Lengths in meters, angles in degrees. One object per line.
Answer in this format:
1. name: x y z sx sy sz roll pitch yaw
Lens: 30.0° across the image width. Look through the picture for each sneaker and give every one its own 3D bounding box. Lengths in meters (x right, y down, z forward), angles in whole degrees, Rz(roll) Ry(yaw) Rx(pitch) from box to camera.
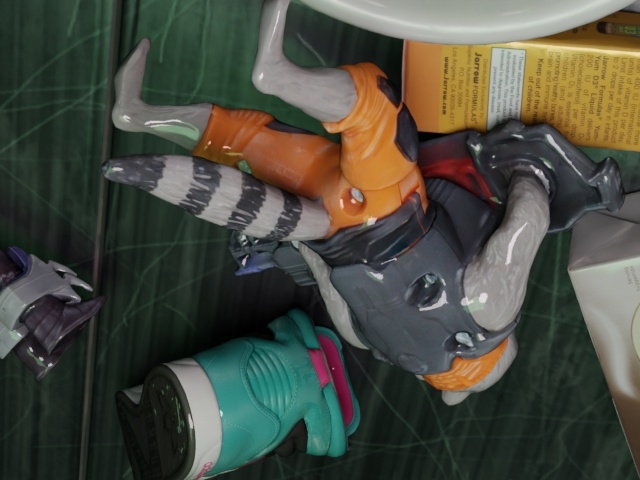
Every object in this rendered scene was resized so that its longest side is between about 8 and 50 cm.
1. sneaker: -0.063 0.135 0.979 0.295 0.179 0.123 142 114 -66

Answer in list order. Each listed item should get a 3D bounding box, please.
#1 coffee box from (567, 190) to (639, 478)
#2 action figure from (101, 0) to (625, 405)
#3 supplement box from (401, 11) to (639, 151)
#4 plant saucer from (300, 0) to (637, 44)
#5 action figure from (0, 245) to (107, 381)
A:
1. coffee box: 0.283 0.085 0.862 0.141 0.098 0.246 -13 116 22
2. action figure: 0.000 0.000 0.788 0.330 0.178 0.341 41 142 -25
3. supplement box: 0.175 -0.108 0.790 0.234 0.078 0.080 5 121 13
4. plant saucer: 0.083 -0.314 0.678 0.401 0.100 0.400 7 121 12
5. action figure: -0.316 -0.003 0.980 0.285 0.099 0.185 40 129 -6
